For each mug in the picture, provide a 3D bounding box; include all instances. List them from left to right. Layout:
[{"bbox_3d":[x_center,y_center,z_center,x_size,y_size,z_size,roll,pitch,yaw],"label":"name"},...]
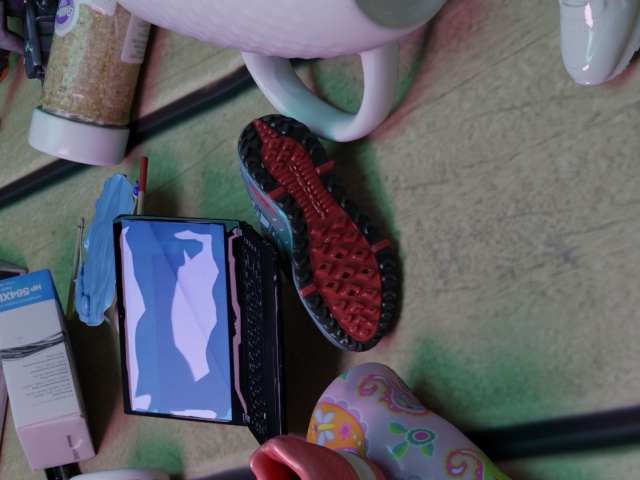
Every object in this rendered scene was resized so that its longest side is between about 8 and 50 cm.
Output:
[{"bbox_3d":[-0.021,-0.271,1.613,0.328,0.276,0.374,22,133,44],"label":"mug"}]

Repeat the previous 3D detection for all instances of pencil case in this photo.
[{"bbox_3d":[0.104,0.223,1.473,0.284,0.124,0.124,37,114,48],"label":"pencil case"}]

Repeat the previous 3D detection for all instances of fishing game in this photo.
[{"bbox_3d":[-0.247,0.013,1.949,0.264,0.041,0.189,142,135,-57],"label":"fishing game"}]

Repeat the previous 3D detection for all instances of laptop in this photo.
[{"bbox_3d":[-0.129,0.103,1.723,0.264,0.136,0.234,-141,47,-72],"label":"laptop"}]

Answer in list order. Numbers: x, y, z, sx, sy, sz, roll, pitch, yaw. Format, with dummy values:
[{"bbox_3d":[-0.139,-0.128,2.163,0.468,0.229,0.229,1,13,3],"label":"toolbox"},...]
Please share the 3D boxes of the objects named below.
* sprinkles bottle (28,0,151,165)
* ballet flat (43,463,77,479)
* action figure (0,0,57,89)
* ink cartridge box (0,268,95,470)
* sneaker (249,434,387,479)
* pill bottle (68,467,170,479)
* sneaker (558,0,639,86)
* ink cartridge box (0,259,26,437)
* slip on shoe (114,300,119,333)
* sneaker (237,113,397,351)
[{"bbox_3d":[-0.264,-0.274,2.010,0.121,0.121,0.355,25,104,51],"label":"sprinkles bottle"},{"bbox_3d":[-0.339,0.297,2.085,0.057,0.049,0.173,-52,47,35],"label":"ballet flat"},{"bbox_3d":[-0.447,-0.283,2.212,0.330,0.178,0.341,-52,45,47],"label":"action figure"},{"bbox_3d":[-0.345,0.162,2.032,0.148,0.086,0.203,90,165,-61],"label":"ink cartridge box"},{"bbox_3d":[-0.002,0.295,1.334,0.116,0.136,0.314,-34,46,22],"label":"sneaker"},{"bbox_3d":[-0.222,0.375,1.864,0.121,0.121,0.221,-24,66,48],"label":"pill bottle"},{"bbox_3d":[0.230,-0.249,1.389,0.090,0.094,0.235,14,98,51],"label":"sneaker"},{"bbox_3d":[-0.533,0.163,2.343,0.307,0.072,0.304,13,95,50],"label":"ink cartridge box"},{"bbox_3d":[-0.213,0.065,1.956,0.041,0.051,0.135,-24,58,49],"label":"slip on shoe"},{"bbox_3d":[0.000,0.000,1.674,0.125,0.104,0.262,98,149,-69],"label":"sneaker"}]
